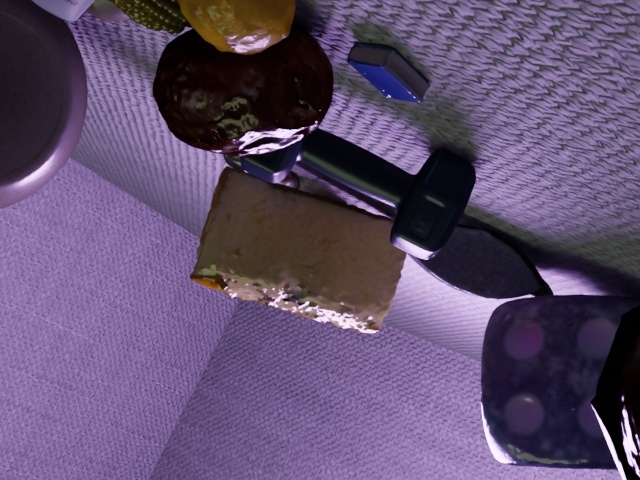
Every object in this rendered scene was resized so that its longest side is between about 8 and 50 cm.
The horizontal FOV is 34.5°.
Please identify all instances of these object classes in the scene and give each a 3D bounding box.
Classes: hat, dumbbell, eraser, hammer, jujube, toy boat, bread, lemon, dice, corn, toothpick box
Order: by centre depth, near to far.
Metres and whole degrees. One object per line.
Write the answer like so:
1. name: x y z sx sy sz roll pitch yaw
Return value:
1. lemon: -0.084 -0.249 1.063 0.114 0.114 0.155 22 175 30
2. corn: -0.246 -0.329 1.171 0.288 0.086 0.086 35 168 -36
3. eraser: 0.078 -0.194 1.192 0.063 0.027 0.085 19 170 45
4. jujube: -0.094 -0.191 1.242 0.183 0.183 0.243 33 168 -38
5. hat: -0.259 -0.307 1.331 0.147 0.085 0.175 25 170 3
6. dumbbell: 0.050 -0.102 1.442 0.325 0.144 0.160 26 170 2
7. toothpick box: -0.599 -0.240 1.664 0.409 0.409 0.425 32 174 -31
8. dice: 0.423 0.235 1.682 0.271 0.270 0.270 -3 167 25
9. toy boat: 0.281 0.041 1.799 0.276 0.111 0.293 21 -177 24
10. bread: -0.041 0.025 1.927 0.375 0.236 0.165 18 -175 -10
11. hammer: -0.081 -0.128 2.060 0.083 0.031 0.052 29 170 28

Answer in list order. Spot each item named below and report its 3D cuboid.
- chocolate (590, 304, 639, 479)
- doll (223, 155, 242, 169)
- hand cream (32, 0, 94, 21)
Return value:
1. chocolate: 0.482 0.139 1.009 0.384 0.383 0.331 24 159 19
2. doll: -0.150 -0.178 1.828 0.094 0.079 0.180 59 -176 38
3. hand cream: -0.236 -0.303 1.086 0.079 0.048 0.255 32 144 -29
